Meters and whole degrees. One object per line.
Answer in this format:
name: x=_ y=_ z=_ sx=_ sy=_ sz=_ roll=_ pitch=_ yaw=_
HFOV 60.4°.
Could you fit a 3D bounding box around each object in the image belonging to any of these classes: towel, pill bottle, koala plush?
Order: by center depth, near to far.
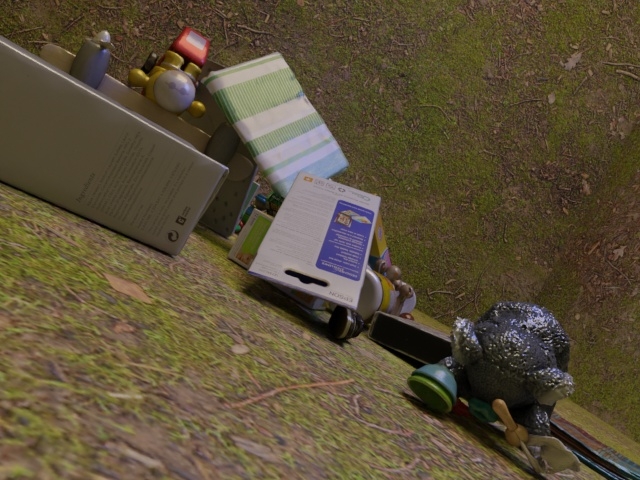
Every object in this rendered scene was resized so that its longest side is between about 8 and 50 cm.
koala plush: x=0.270 y=0.177 z=0.798 sx=0.196 sy=0.203 sz=0.221 roll=29 pitch=1 yaw=26
towel: x=0.563 y=0.430 z=1.166 sx=0.271 sy=0.040 sz=0.370 roll=31 pitch=1 yaw=35
pill bottle: x=0.097 y=0.121 z=1.193 sx=0.117 sy=0.117 sz=0.215 roll=30 pitch=1 yaw=20
towel: x=-0.092 y=-0.259 z=1.236 sx=0.038 sy=0.248 sz=0.325 roll=-31 pitch=-88 yaw=49
pill bottle: x=0.256 y=0.195 z=1.946 sx=0.124 sy=0.124 sz=0.221 roll=29 pitch=2 yaw=-4

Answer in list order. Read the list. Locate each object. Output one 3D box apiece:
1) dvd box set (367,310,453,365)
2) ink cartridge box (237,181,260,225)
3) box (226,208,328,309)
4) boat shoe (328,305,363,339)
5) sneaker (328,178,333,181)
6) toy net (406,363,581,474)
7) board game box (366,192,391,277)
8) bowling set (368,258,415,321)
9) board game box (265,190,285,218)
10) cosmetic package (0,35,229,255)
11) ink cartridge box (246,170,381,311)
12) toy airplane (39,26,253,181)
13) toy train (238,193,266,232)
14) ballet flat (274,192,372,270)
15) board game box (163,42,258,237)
dvd box set: x=0.301 y=0.249 z=1.185 sx=0.307 sy=0.062 sz=0.420 roll=21 pitch=-3 yaw=24
ink cartridge box: x=-0.312 y=-0.147 z=1.578 sx=0.235 sy=0.171 sz=0.056 roll=29 pitch=7 yaw=-4
box: x=-0.058 y=0.038 z=1.078 sx=0.203 sy=0.114 sz=0.103 roll=31 pitch=2 yaw=17
boat shoe: x=0.046 y=0.133 z=0.891 sx=0.049 sy=0.056 sz=0.152 roll=24 pitch=1 yaw=-4
sneaker: x=0.021 y=-0.076 z=1.480 sx=0.282 sy=0.099 sz=0.153 roll=61 pitch=8 yaw=0
toy net: x=0.219 y=0.246 z=0.725 sx=0.232 sy=0.045 sz=0.122 roll=32 pitch=-27 yaw=19
board game box: x=0.078 y=-0.005 z=1.685 sx=0.242 sy=0.064 sz=0.317 roll=5 pitch=-47 yaw=27
bowling set: x=0.201 y=0.152 z=1.571 sx=0.199 sy=0.154 sz=0.287 roll=29 pitch=1 yaw=-18
board game box: x=-0.055 y=0.012 z=1.214 sx=0.136 sy=0.030 sz=0.260 roll=27 pitch=-32 yaw=18
cosmetic package: x=-0.350 y=-0.144 z=0.751 sx=0.385 sy=0.156 sz=0.217 roll=30 pitch=2 yaw=-35
ink cartridge box: x=0.000 y=0.000 z=0.968 sx=0.175 sy=0.069 sz=0.371 roll=19 pitch=31 yaw=1
toy airplane: x=-0.366 y=-0.282 z=1.220 sx=0.386 sy=0.384 sz=0.272 roll=-20 pitch=4 yaw=-31
toy train: x=-0.147 y=-0.039 z=1.676 sx=0.248 sy=0.143 sz=0.105 roll=30 pitch=1 yaw=37
ballet flat: x=0.029 y=0.033 z=1.308 sx=0.400 sy=0.139 sz=0.139 roll=50 pitch=-11 yaw=-32
board game box: x=-0.306 y=-0.265 z=1.442 sx=0.390 sy=0.390 sz=0.050 roll=30 pitch=18 yaw=22
